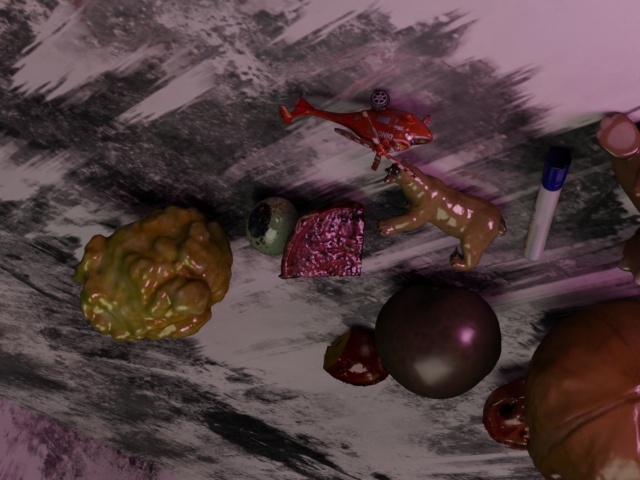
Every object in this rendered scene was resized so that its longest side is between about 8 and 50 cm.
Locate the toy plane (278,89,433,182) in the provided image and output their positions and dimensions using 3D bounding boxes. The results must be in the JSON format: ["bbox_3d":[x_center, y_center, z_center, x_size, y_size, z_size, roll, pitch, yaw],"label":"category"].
[{"bbox_3d":[0.050,-0.147,1.371,0.194,0.077,0.126,7,150,35],"label":"toy plane"}]

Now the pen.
[{"bbox_3d":[0.310,-0.043,1.464,0.033,0.033,0.269,12,154,9],"label":"pen"}]

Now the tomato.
[{"bbox_3d":[0.426,0.318,2.026,0.228,0.101,0.228,9,146,6],"label":"tomato"}]

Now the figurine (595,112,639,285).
[{"bbox_3d":[0.438,-0.019,1.279,0.177,0.173,0.247,1,150,30],"label":"figurine"}]

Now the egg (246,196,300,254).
[{"bbox_3d":[-0.073,-0.024,1.656,0.085,0.085,0.110,19,150,-4],"label":"egg"}]

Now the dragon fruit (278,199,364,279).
[{"bbox_3d":[-0.002,0.000,1.630,0.121,0.127,0.161,4,180,-8],"label":"dragon fruit"}]

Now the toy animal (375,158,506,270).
[{"bbox_3d":[0.170,-0.044,1.495,0.219,0.103,0.101,25,133,-12],"label":"toy animal"}]

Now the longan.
[{"bbox_3d":[0.196,0.164,1.757,0.212,0.198,0.198,-19,140,20],"label":"longan"}]

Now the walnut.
[{"bbox_3d":[0.467,0.276,1.636,0.308,0.354,0.398,-15,152,5],"label":"walnut"}]

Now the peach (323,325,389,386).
[{"bbox_3d":[0.066,0.236,2.072,0.172,0.092,0.127,-16,142,43],"label":"peach"}]

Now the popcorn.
[{"bbox_3d":[-0.258,0.060,1.773,0.250,0.241,0.235,-11,118,29],"label":"popcorn"}]
